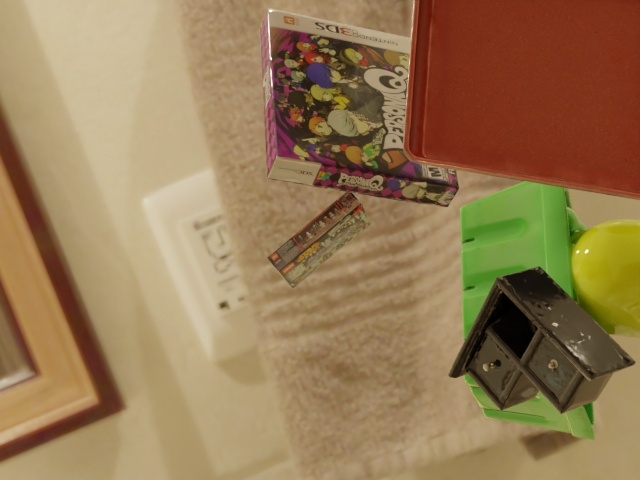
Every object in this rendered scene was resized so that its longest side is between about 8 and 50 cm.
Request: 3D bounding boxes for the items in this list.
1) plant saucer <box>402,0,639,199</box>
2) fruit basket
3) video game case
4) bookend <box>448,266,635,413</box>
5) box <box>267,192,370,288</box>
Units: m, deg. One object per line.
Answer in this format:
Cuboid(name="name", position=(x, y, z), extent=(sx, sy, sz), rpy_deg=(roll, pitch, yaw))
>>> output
Cuboid(name="plant saucer", position=(0.200, -0.153, 0.920), extent=(0.259, 0.258, 0.048), rpy_deg=(9, -24, -7))
Cuboid(name="fruit basket", position=(0.393, 0.079, 1.538), extent=(0.392, 0.392, 0.283), rpy_deg=(-23, -34, 7))
Cuboid(name="video game case", position=(0.039, -0.151, 1.185), extent=(0.210, 0.232, 0.042), rpy_deg=(8, -38, -17))
Cuboid(name="bookend", position=(0.239, 0.140, 1.170), extent=(0.072, 0.156, 0.157), rpy_deg=(-12, -43, -35))
Cuboid(name="box", position=(0.000, 0.000, 1.361), extent=(0.137, 0.027, 0.094), rpy_deg=(-40, -19, -2))
